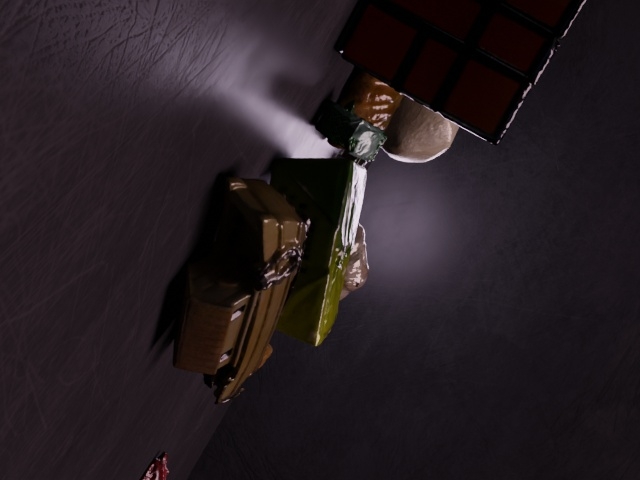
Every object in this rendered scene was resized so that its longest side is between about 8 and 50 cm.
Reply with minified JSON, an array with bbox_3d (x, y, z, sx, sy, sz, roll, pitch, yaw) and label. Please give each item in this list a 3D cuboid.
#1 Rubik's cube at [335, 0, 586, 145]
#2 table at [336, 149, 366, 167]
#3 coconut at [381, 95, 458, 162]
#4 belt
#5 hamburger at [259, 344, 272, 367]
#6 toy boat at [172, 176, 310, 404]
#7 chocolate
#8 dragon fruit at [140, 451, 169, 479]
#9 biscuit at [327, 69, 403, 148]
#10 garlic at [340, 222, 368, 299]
[{"bbox_3d":[0.225,-0.345,1.343,0.283,0.293,0.288,-59,179,18],"label":"Rubik's cube"},{"bbox_3d":[0.079,-0.204,2.270,0.146,0.062,0.175,-57,175,-35],"label":"table"},{"bbox_3d":[0.221,-0.307,2.100,0.266,0.237,0.237,-63,180,-42],"label":"coconut"},{"bbox_3d":[0.057,-0.198,1.508,0.079,0.121,0.151,-58,172,11],"label":"belt"},{"bbox_3d":[-0.154,0.185,1.649,0.124,0.131,0.262,-59,172,-20],"label":"hamburger"},{"bbox_3d":[-0.128,0.072,1.173,0.162,0.136,0.445,-27,156,-33],"label":"toy boat"},{"bbox_3d":[-0.019,0.003,1.439,0.301,0.137,0.289,-18,119,-83],"label":"chocolate"},{"bbox_3d":[-0.387,0.570,2.045,0.131,0.063,0.097,-57,176,-34],"label":"dragon fruit"},{"bbox_3d":[0.124,-0.314,1.737,0.326,0.107,0.326,-59,180,0],"label":"biscuit"},{"bbox_3d":[0.000,0.000,1.707,0.212,0.218,0.218,-78,-168,-52],"label":"garlic"}]
